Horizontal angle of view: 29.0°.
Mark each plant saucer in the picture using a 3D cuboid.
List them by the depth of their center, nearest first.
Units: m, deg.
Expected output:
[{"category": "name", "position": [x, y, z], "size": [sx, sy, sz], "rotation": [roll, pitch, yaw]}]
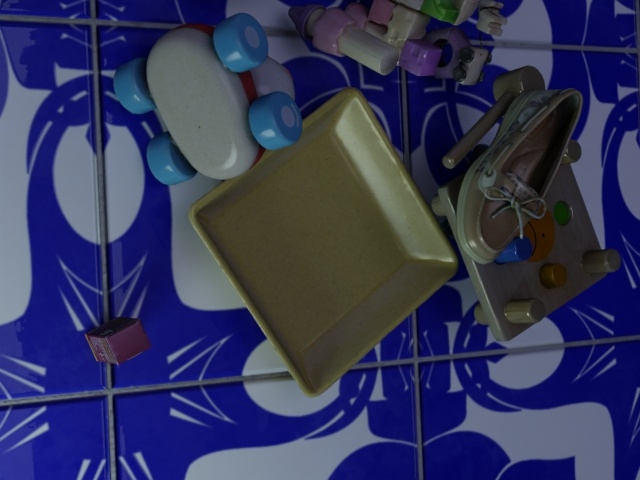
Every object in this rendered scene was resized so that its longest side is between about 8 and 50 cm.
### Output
[{"category": "plant saucer", "position": [0.000, 0.000, 1.795], "size": [0.333, 0.081, 0.333], "rotation": [-39, 108, -24]}]

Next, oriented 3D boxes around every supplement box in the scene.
[{"category": "supplement box", "position": [-0.267, 0.132, 1.635], "size": [0.055, 0.083, 0.043], "rotation": [-27, 102, -27]}]

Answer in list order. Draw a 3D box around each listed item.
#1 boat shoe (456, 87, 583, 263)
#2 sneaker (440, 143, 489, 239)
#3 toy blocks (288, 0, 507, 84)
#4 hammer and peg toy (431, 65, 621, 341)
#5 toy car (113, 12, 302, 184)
[{"category": "boat shoe", "position": [0.276, -0.098, 1.721], "size": [0.104, 0.089, 0.285], "rotation": [35, 68, -27]}, {"category": "sneaker", "position": [0.231, -0.075, 1.942], "size": [0.076, 0.065, 0.166], "rotation": [14, 80, -25]}, {"category": "toy blocks", "position": [0.108, -0.403, 1.814], "size": [0.309, 0.260, 0.288], "rotation": [-6, 123, -53]}, {"category": "hammer and peg toy", "position": [0.285, -0.058, 1.857], "size": [0.266, 0.127, 0.361], "rotation": [-29, 102, -32]}, {"category": "toy car", "position": [-0.114, -0.212, 1.699], "size": [0.238, 0.219, 0.210], "rotation": [-41, 110, -55]}]
